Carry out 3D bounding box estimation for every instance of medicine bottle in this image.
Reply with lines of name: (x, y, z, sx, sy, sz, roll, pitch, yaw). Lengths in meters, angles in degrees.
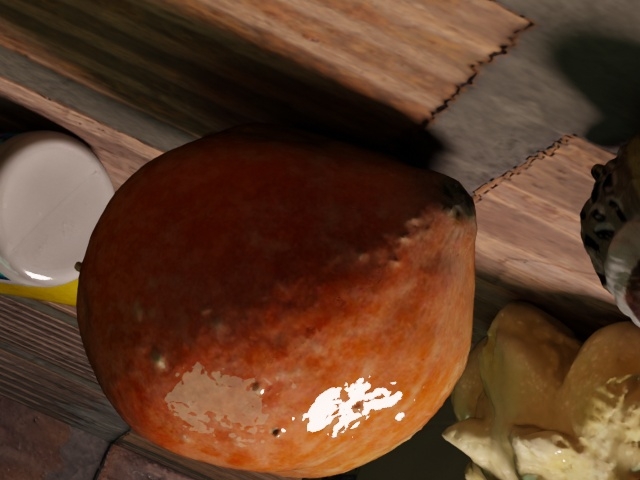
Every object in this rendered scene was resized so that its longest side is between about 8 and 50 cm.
medicine bottle: (-0.235, -0.025, 1.257, 0.107, 0.107, 0.191, 33, 163, -35)

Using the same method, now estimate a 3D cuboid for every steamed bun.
steamed bun: (0.205, 0.178, 1.173, 0.292, 0.137, 0.295, 30, 158, 9)

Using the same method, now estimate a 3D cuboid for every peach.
peach: (-0.010, 0.024, 0.968, 0.232, 0.233, 0.232, 21, 166, 6)

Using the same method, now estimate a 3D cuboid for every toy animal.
toy animal: (0.151, -0.002, 0.770, 0.098, 0.098, 0.137, 30, 165, -26)

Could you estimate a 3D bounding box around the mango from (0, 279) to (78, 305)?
mango: (-0.251, -0.003, 1.433, 0.191, 0.086, 0.122, 14, 156, -4)

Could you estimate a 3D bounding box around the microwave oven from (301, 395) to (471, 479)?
microwave oven: (0.118, 0.241, 1.439, 0.181, 0.238, 0.295, 28, 161, -24)
